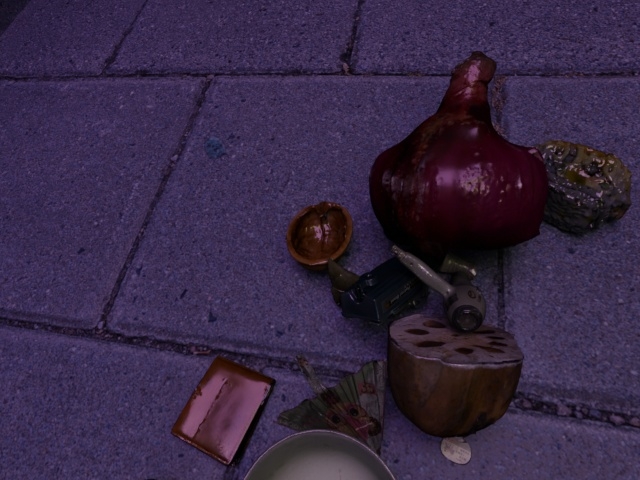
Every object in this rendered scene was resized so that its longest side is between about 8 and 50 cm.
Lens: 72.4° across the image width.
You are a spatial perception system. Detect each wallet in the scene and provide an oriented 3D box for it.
[{"bbox_3d":[-0.210,0.370,0.965,0.160,0.042,0.196,19,63,16],"label":"wallet"}]

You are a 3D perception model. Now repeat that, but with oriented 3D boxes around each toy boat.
[{"bbox_3d":[0.176,0.098,0.980,0.296,0.122,0.114,-27,20,-39],"label":"toy boat"}]

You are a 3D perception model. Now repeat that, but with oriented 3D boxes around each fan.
[{"bbox_3d":[0.267,0.403,0.872,0.060,0.003,0.080,-5,59,7],"label":"fan"}]

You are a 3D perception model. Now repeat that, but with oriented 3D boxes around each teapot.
[{"bbox_3d":[0.330,0.060,1.039,0.083,0.057,0.067,24,37,17],"label":"teapot"}]

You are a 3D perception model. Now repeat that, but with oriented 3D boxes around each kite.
[{"bbox_3d":[0.036,0.334,0.876,0.323,0.013,0.268,-40,90,28],"label":"kite"}]

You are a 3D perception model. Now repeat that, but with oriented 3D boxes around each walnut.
[{"bbox_3d":[0.000,0.003,1.109,0.167,0.087,0.211,4,51,13],"label":"walnut"}]

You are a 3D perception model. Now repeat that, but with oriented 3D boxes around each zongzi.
[{"bbox_3d":[0.097,0.088,1.021,0.154,0.131,0.062,-6,28,6],"label":"zongzi"}]

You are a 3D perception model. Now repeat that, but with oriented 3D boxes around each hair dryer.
[{"bbox_3d":[0.261,0.085,0.928,0.225,0.219,0.088,45,111,20],"label":"hair dryer"}]

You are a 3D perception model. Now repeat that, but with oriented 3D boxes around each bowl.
[{"bbox_3d":[0.006,0.506,0.767,0.306,0.163,0.307,-5,58,8],"label":"bowl"}]

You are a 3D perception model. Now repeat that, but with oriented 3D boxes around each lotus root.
[{"bbox_3d":[0.251,0.258,0.838,0.271,0.272,0.192,1,92,11],"label":"lotus root"}]

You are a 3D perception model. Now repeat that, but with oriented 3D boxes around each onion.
[{"bbox_3d":[0.289,-0.181,0.949,0.397,0.421,0.398,-4,18,1],"label":"onion"}]

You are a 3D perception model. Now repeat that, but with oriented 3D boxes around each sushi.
[{"bbox_3d":[0.592,-0.135,1.050,0.274,0.139,0.184,33,67,29],"label":"sushi"}]

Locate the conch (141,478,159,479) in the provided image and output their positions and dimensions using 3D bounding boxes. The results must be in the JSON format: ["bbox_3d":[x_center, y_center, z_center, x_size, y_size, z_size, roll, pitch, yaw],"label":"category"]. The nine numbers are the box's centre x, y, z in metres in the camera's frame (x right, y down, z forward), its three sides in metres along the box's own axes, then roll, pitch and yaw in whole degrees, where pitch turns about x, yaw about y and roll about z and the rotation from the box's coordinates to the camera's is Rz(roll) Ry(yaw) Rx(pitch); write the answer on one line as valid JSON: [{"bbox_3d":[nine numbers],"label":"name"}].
[{"bbox_3d":[-0.340,0.549,0.835,0.188,0.122,0.176,20,86,23],"label":"conch"}]
